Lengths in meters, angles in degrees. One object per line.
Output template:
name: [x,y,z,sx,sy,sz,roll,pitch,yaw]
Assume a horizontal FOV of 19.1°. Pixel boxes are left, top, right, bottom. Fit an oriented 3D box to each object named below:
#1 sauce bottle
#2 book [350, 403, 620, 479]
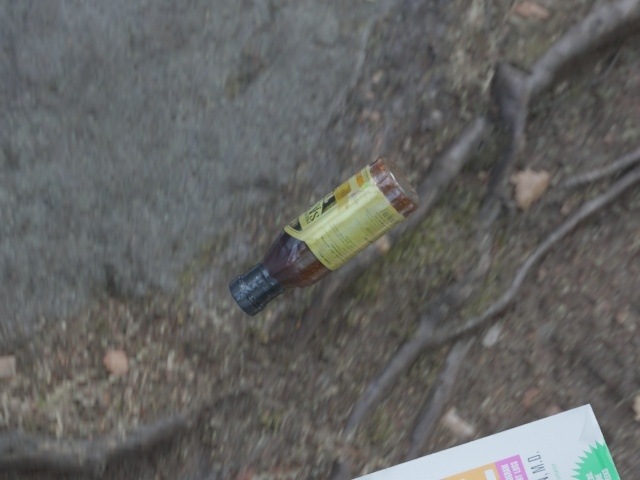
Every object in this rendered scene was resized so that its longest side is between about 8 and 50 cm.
sauce bottle: [0.000,0.000,1.162,0.128,0.042,0.042,-36,76,12]
book: [0.087,0.151,0.983,0.144,0.035,0.096,-19,52,1]
